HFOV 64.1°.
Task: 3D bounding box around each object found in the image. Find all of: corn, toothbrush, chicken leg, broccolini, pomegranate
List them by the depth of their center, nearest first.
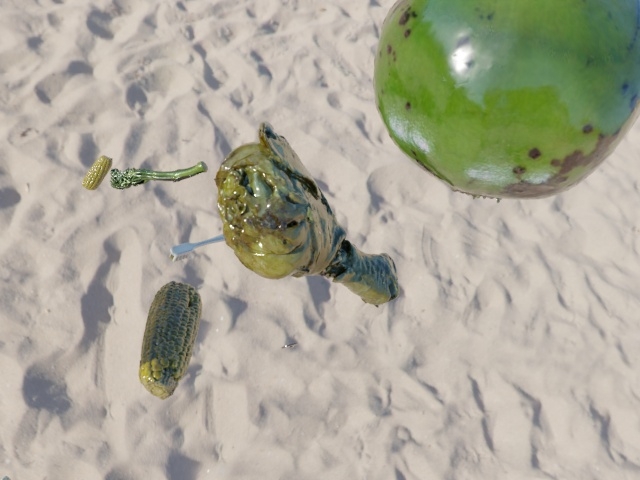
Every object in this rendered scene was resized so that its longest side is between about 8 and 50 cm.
[{"bbox_3d":[0.177,-0.147,0.495,0.254,0.271,0.254,-1,37,1],"label":"pomegranate"},{"bbox_3d":[0.000,0.000,0.841,0.429,0.152,0.201,35,56,-36],"label":"chicken leg"},{"bbox_3d":[-0.324,-0.131,1.008,0.239,0.054,0.051,-2,34,27],"label":"broccolini"},{"bbox_3d":[-0.169,-0.013,1.077,0.342,0.030,0.025,-21,64,-46],"label":"toothbrush"},{"bbox_3d":[-0.329,0.202,1.118,0.119,0.119,0.322,12,31,-9],"label":"corn"},{"bbox_3d":[-0.494,-0.149,1.133,0.037,0.092,0.037,38,13,-10],"label":"corn"}]

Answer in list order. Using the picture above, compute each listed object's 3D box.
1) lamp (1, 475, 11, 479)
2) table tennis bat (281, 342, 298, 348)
[{"bbox_3d":[-0.711,0.648,1.226,0.198,0.050,0.056,32,52,12],"label":"lamp"},{"bbox_3d":[-0.086,0.305,1.474,0.050,0.083,0.007,-17,75,0],"label":"table tennis bat"}]
